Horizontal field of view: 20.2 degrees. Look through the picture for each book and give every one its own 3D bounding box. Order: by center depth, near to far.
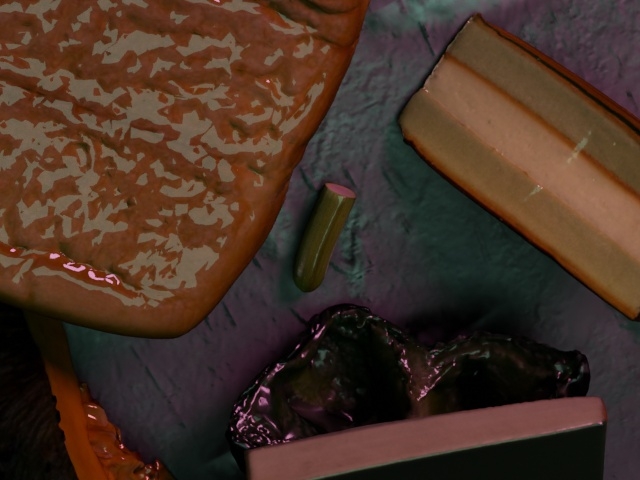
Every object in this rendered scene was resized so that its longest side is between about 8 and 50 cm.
[{"bbox_3d":[0.083,0.269,1.364,0.260,0.043,0.371,-9,133,-5],"label":"book"}]

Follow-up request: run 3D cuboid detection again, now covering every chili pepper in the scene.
[{"bbox_3d":[0.059,0.132,1.345,0.264,0.116,0.148,-5,123,-6],"label":"chili pepper"}]

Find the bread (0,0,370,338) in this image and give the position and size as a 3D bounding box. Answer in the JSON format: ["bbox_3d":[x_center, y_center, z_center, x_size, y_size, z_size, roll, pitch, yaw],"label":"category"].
[{"bbox_3d":[-0.166,-0.116,1.195,0.337,0.148,0.328,18,111,-16],"label":"bread"}]

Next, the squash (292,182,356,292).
[{"bbox_3d":[0.000,0.000,1.321,0.027,0.027,0.083,18,107,-14],"label":"squash"}]

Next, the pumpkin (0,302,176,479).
[{"bbox_3d":[-0.196,0.164,1.280,0.111,0.163,0.278,-28,113,7],"label":"pumpkin"}]

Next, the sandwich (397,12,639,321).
[{"bbox_3d":[0.165,-0.055,1.264,0.187,0.144,0.117,32,100,-18],"label":"sandwich"}]
